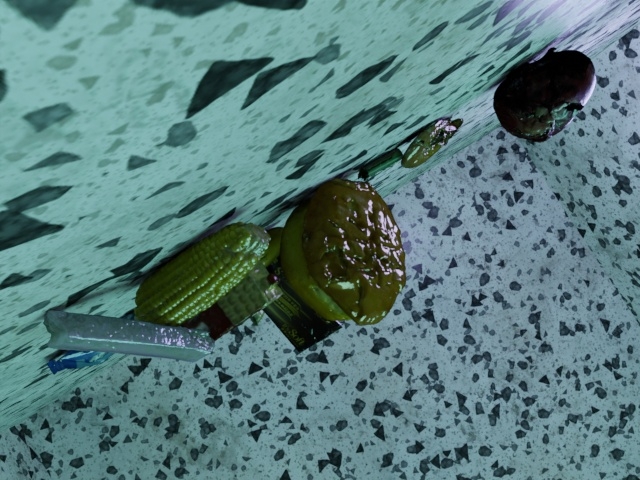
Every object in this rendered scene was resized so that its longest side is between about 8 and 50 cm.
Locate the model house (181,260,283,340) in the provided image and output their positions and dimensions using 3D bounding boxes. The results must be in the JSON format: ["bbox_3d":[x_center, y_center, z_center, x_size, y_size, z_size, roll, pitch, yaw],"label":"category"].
[{"bbox_3d":[-0.216,0.102,1.187,0.254,0.196,0.160,-35,177,28],"label":"model house"}]

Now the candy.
[{"bbox_3d":[-0.595,0.280,1.442,0.331,0.077,0.187,-31,171,-32],"label":"candy"}]

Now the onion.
[{"bbox_3d":[0.627,-0.403,1.422,0.281,0.221,0.281,-37,-165,12],"label":"onion"}]

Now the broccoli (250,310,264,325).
[{"bbox_3d":[-0.326,0.260,2.357,0.248,0.245,0.288,-46,175,38],"label":"broccoli"}]

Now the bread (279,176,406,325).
[{"bbox_3d":[0.071,0.026,1.373,0.215,0.398,0.398,-18,-172,44],"label":"bread"}]

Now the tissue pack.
[{"bbox_3d":[-0.083,0.167,1.725,0.210,0.370,0.198,-36,-170,24],"label":"tissue pack"}]

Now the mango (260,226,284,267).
[{"bbox_3d":[-0.173,0.032,1.482,0.195,0.098,0.137,-37,174,-8],"label":"mango"}]

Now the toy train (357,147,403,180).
[{"bbox_3d":[0.170,-0.217,1.484,0.148,0.038,0.071,-31,174,-21],"label":"toy train"}]

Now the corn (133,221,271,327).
[{"bbox_3d":[-0.252,0.078,1.041,0.347,0.130,0.130,-35,177,18],"label":"corn"}]

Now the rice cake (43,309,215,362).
[{"bbox_3d":[-0.346,0.187,0.970,0.072,0.056,0.365,-31,150,24],"label":"rice cake"}]

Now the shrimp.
[{"bbox_3d":[0.330,-0.301,1.487,0.267,0.061,0.145,-31,154,-26],"label":"shrimp"}]
